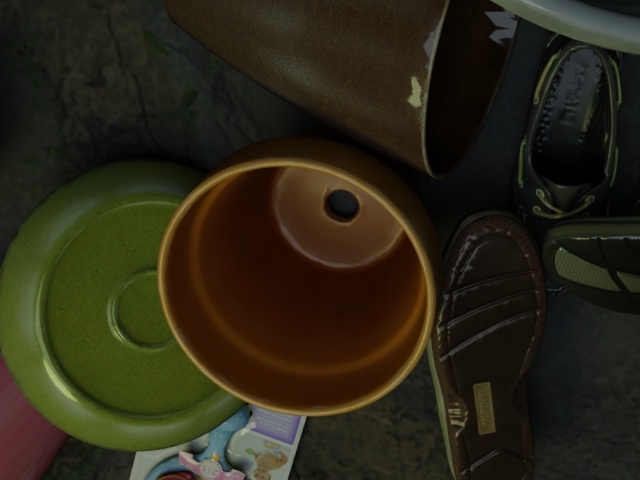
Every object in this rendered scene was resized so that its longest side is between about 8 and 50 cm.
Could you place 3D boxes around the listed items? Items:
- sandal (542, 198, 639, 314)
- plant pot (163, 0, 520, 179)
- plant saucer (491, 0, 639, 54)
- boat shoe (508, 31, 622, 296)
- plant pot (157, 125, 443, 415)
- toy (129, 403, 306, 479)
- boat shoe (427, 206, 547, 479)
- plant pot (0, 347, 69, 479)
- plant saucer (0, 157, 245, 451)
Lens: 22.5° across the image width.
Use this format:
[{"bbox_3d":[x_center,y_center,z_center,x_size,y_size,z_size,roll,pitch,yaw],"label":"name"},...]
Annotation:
[{"bbox_3d":[0.314,-0.017,1.220,0.302,0.086,0.120,-11,147,-2],"label":"sandal"},{"bbox_3d":[0.010,-0.178,1.170,0.230,0.215,0.215,17,113,17],"label":"plant pot"},{"bbox_3d":[0.175,-0.275,1.044,0.400,0.400,0.100,30,151,-1],"label":"plant saucer"},{"bbox_3d":[0.186,-0.056,1.238,0.081,0.069,0.228,7,111,9],"label":"boat shoe"},{"bbox_3d":[0.000,0.000,1.229,0.205,0.188,0.205,5,115,11],"label":"plant pot"},{"bbox_3d":[-0.107,0.227,1.411,0.137,0.056,0.237,19,113,5],"label":"toy"},{"bbox_3d":[0.123,0.081,1.285,0.095,0.095,0.257,-3,118,-8],"label":"boat shoe"},{"bbox_3d":[-0.303,0.158,1.361,0.180,0.201,0.201,-44,97,7],"label":"plant pot"},{"bbox_3d":[-0.139,0.054,1.296,0.241,0.037,0.241,-1,94,-17],"label":"plant saucer"}]
